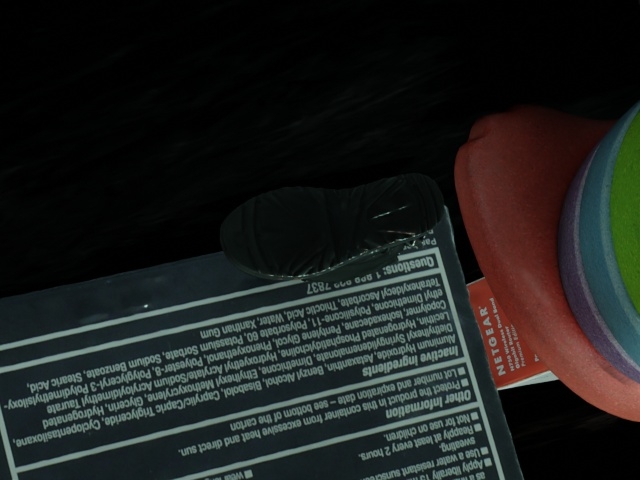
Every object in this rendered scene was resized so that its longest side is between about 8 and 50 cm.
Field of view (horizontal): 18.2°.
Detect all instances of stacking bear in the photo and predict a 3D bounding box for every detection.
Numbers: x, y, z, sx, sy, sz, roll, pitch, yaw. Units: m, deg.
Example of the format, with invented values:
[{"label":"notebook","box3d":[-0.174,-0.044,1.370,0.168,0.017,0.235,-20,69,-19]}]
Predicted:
[{"label":"stacking bear","box3d":[0.201,-0.018,0.808,0.175,0.164,0.289,-12,174,-22]}]

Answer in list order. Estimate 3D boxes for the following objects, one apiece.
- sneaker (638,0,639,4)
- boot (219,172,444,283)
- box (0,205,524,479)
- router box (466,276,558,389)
[{"label":"sneaker","box3d":[0.218,-0.099,0.666,0.223,0.098,0.083,-20,169,18]},{"label":"boot","box3d":[0.000,0.000,1.006,0.121,0.045,0.099,-13,172,-18]},{"label":"box","box3d":[-0.048,0.167,1.107,0.296,0.294,0.183,-12,168,-20]},{"label":"router box","box3d":[0.325,0.011,1.439,0.301,0.082,0.335,-26,166,41]}]
